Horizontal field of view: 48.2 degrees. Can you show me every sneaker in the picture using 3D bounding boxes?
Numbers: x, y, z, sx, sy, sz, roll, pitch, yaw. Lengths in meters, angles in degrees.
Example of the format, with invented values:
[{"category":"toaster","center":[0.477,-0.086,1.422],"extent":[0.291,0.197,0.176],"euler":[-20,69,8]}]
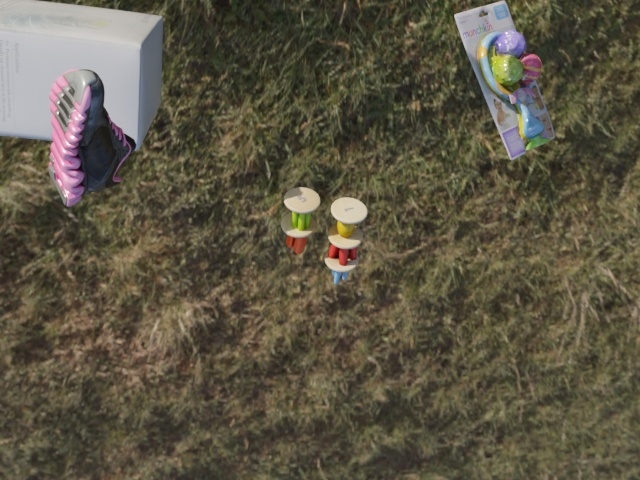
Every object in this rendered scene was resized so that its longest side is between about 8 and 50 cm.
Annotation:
[{"category":"sneaker","center":[-0.157,-0.074,0.502],"extent":[0.057,0.047,0.119],"euler":[-14,152,-31]}]

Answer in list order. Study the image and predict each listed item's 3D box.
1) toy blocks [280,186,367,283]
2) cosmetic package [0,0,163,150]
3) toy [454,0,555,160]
[{"category":"toy blocks","center":[0.000,0.000,1.061],"extent":[0.123,0.054,0.148],"euler":[13,135,5]},{"category":"cosmetic package","center":[-0.330,-0.225,0.934],"extent":[0.225,0.224,0.138],"euler":[6,115,-8]},{"category":"toy","center":[0.306,-0.256,1.109],"extent":[0.056,0.137,0.237],"euler":[-11,103,51]}]
